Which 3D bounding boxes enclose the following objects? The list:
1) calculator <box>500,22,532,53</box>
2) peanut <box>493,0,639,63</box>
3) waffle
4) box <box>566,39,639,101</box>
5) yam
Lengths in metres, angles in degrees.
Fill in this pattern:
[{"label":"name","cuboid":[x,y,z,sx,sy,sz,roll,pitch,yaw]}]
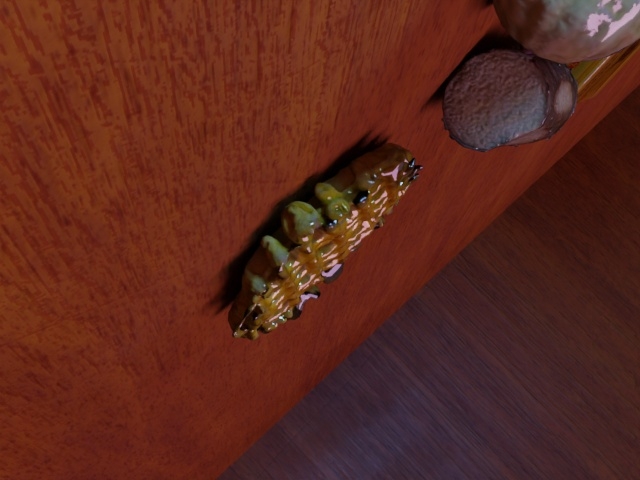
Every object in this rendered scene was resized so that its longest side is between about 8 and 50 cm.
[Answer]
[{"label":"calculator","cuboid":[0.316,-0.286,1.037,0.294,0.194,0.043,-39,131,-8]},{"label":"peanut","cuboid":[0.283,-0.288,0.909,0.340,0.158,0.174,-46,146,-12]},{"label":"waffle","cuboid":[-0.004,0.006,1.206,0.329,0.062,0.329,-44,171,-9]},{"label":"box","cuboid":[0.461,-0.313,1.689,0.174,0.076,0.274,-48,169,28]},{"label":"yam","cuboid":[0.247,-0.181,1.279,0.238,0.129,0.128,-22,120,-65]}]
